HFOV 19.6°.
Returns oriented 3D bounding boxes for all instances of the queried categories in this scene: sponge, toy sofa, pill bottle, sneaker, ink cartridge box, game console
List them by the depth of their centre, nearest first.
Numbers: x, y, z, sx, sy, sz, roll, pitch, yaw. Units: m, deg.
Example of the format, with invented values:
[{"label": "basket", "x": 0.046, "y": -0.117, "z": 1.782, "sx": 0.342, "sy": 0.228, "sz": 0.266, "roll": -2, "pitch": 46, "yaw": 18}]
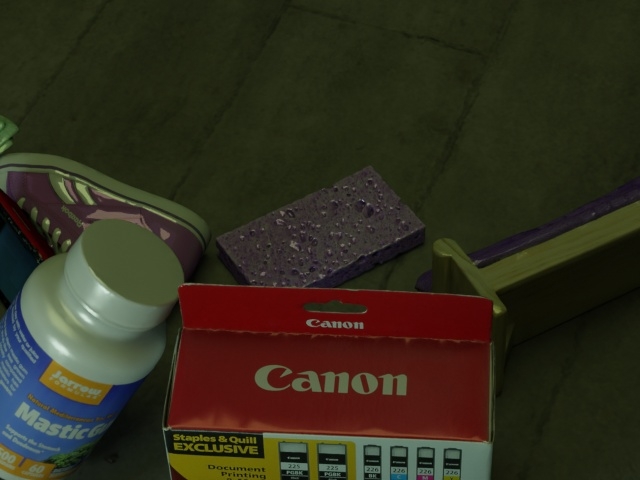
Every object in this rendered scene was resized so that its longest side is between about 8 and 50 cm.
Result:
[{"label": "ink cartridge box", "x": 0.011, "y": 0.175, "z": 1.779, "sx": 0.309, "sy": 0.272, "sz": 0.130, "roll": 1, "pitch": 49, "yaw": 4}, {"label": "pill bottle", "x": -0.245, "y": 0.108, "z": 1.827, "sx": 0.152, "sy": 0.272, "sz": 0.152, "roll": 23, "pitch": 38, "yaw": -20}, {"label": "toy sofa", "x": 0.286, "y": 0.001, "z": 1.998, "sx": 0.362, "sy": 0.150, "sz": 0.177, "roll": -23, "pitch": 53, "yaw": -16}, {"label": "game console", "x": -0.337, "y": 0.021, "z": 2.002, "sx": 0.085, "sy": 0.124, "sz": 0.144, "roll": -40, "pitch": 62, "yaw": -2}, {"label": "sneaker", "x": -0.280, "y": 0.003, "z": 2.054, "sx": 0.282, "sy": 0.102, "sz": 0.161, "roll": 17, "pitch": 56, "yaw": 17}, {"label": "sponge", "x": 0.000, "y": 0.000, "z": 2.088, "sx": 0.210, "sy": 0.031, "sz": 0.117, "roll": -26, "pitch": 53, "yaw": -19}]

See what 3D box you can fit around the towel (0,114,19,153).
[{"label": "towel", "x": -0.533, "y": -0.105, "z": 2.059, "sx": 0.248, "sy": 0.038, "sz": 0.325, "roll": 34, "pitch": 49, "yaw": 25}]
